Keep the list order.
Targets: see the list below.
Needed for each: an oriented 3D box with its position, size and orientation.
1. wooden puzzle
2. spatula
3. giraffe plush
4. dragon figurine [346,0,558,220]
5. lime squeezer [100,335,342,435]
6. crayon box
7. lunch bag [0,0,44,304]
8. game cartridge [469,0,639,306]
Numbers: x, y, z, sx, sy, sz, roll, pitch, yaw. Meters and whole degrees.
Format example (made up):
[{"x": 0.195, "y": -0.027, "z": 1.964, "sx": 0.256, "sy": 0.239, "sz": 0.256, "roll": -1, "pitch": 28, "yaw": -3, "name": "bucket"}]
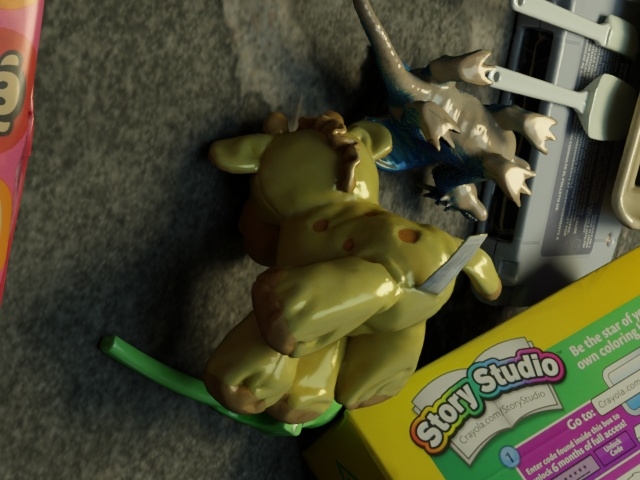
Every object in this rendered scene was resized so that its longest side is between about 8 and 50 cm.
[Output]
[{"x": 0.322, "y": -0.125, "z": 1.469, "sx": 0.221, "sy": 0.044, "sz": 0.238, "roll": 1, "pitch": 100, "yaw": -68, "name": "wooden puzzle"}, {"x": 0.213, "y": -0.173, "z": 1.326, "sx": 0.242, "sy": 0.019, "sz": 0.168, "roll": 6, "pitch": 100, "yaw": -54, "name": "spatula"}, {"x": 0.000, "y": 0.000, "z": 1.091, "sx": 0.210, "sy": 0.170, "sz": 0.181, "roll": -42, "pitch": 149, "yaw": 22, "name": "giraffe plush"}, {"x": 0.074, "y": -0.093, "z": 1.200, "sx": 0.289, "sy": 0.144, "sz": 0.085, "roll": 32, "pitch": 75, "yaw": -36, "name": "dragon figurine"}, {"x": -0.031, "y": 0.091, "z": 1.163, "sx": 0.310, "sy": 0.059, "sz": 0.110, "roll": -14, "pitch": 115, "yaw": -49, "name": "lime squeezer"}, {"x": 0.221, "y": 0.204, "z": 1.280, "sx": 0.363, "sy": 0.313, "sz": 0.106, "roll": -25, "pitch": 164, "yaw": -31, "name": "crayon box"}, {"x": -0.262, "y": -0.069, "z": 0.751, "sx": 0.258, "sy": 0.120, "sz": 0.293, "roll": 1, "pitch": 101, "yaw": -49, "name": "lunch bag"}, {"x": 0.223, "y": -0.089, "z": 1.433, "sx": 0.196, "sy": 0.060, "sz": 0.294, "roll": 1, "pitch": 103, "yaw": -50, "name": "game cartridge"}]
